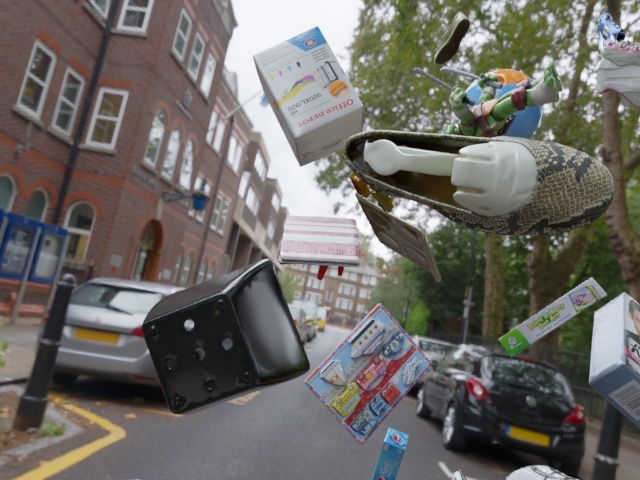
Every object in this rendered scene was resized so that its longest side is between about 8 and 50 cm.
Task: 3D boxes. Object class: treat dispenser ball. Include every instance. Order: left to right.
[{"bbox_3d":[0.655,-0.473,1.943,0.288,0.288,0.288,11,-8,2],"label":"treat dispenser ball"}]

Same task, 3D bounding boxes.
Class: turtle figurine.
[{"bbox_3d":[0.360,-0.331,1.154,0.266,0.274,0.198,-16,-15,34],"label":"turtle figurine"}]

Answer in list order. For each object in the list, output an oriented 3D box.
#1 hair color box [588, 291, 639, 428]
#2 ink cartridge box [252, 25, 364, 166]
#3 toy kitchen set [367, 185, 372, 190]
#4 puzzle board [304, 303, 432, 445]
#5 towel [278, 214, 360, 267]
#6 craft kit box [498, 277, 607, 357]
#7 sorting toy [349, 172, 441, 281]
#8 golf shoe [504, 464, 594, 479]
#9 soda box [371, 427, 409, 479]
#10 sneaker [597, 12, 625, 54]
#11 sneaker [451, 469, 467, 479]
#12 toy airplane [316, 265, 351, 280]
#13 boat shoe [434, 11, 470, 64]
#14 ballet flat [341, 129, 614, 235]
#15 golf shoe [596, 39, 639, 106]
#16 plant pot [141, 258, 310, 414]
[{"bbox_3d":[0.837,0.311,1.423,0.185,0.113,0.374,42,35,6],"label":"hair color box"},{"bbox_3d":[-0.024,-0.327,1.240,0.171,0.232,0.168,-26,-14,-3],"label":"ink cartridge box"},{"bbox_3d":[0.198,-0.198,1.844,0.068,0.083,0.075,31,-12,-15],"label":"toy kitchen set"},{"bbox_3d":[0.057,0.149,0.603,0.096,0.128,0.011,49,-22,-5],"label":"puzzle board"},{"bbox_3d":[0.000,0.000,1.644,0.237,0.037,0.329,3,24,0],"label":"towel"},{"bbox_3d":[0.556,0.185,1.285,0.247,0.060,0.250,-36,-19,15],"label":"craft kit box"},{"bbox_3d":[0.176,-0.039,1.240,0.229,0.041,0.307,38,-11,37],"label":"sorting toy"},{"bbox_3d":[0.369,0.403,0.844,0.094,0.077,0.198,13,-20,-41],"label":"golf shoe"},{"bbox_3d":[0.206,0.679,1.625,0.067,0.210,0.071,18,25,13],"label":"soda box"},{"bbox_3d":[0.761,-0.536,1.391,0.053,0.144,0.059,22,-26,-34],"label":"sneaker"},{"bbox_3d":[0.407,0.808,1.623,0.146,0.122,0.330,-29,-8,5],"label":"sneaker"},{"bbox_3d":[0.035,0.067,1.709,0.151,0.151,0.028,6,-7,33],"label":"toy airplane"},{"bbox_3d":[0.378,-0.587,1.559,0.056,0.048,0.153,1,-39,-22],"label":"boat shoe"},{"bbox_3d":[0.217,-0.113,0.907,0.182,0.163,0.483,10,7,-44],"label":"ballet flat"},{"bbox_3d":[0.788,-0.362,1.232,0.115,0.140,0.306,-17,40,-35],"label":"golf shoe"},{"bbox_3d":[-0.141,0.145,0.757,0.188,0.187,0.167,-21,-3,6],"label":"plant pot"}]
